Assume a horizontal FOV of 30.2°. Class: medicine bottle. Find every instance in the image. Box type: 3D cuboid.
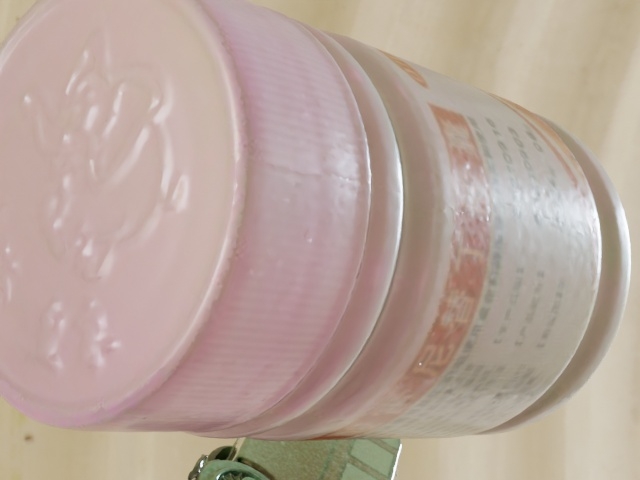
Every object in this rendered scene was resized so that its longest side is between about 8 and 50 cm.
[{"bbox_3d":[0.000,0.000,0.603,0.316,0.202,0.202,9,-54,-48],"label":"medicine bottle"}]

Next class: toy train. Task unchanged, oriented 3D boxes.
[{"bbox_3d":[-0.028,0.206,0.905,0.159,0.326,0.129,33,-66,-1],"label":"toy train"}]
